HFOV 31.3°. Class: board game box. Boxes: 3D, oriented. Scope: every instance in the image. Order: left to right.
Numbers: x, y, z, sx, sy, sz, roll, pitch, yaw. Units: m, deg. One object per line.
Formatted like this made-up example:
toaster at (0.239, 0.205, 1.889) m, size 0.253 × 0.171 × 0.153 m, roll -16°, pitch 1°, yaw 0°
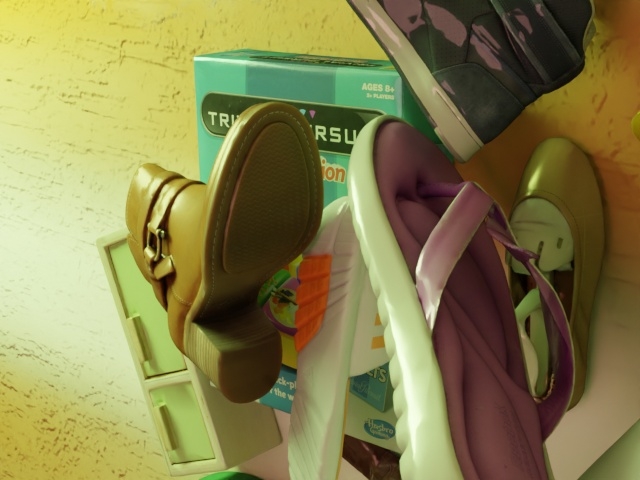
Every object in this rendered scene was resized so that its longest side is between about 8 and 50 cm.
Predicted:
board game box at (0.000, 0.000, 1.062) m, size 0.253 × 0.079 × 0.336 m, roll 12°, pitch 110°, yaw 40°

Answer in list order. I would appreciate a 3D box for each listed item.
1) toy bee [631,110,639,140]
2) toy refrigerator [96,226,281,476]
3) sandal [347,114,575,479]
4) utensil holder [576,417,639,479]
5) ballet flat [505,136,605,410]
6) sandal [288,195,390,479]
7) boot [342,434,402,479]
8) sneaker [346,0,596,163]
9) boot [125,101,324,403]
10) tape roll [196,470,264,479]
toy bee at (0.292, -0.042, 0.746) m, size 0.195 × 0.162 × 0.298 m, roll 29°, pitch 94°, yaw 35°
toy refrigerator at (-0.144, 0.108, 1.217) m, size 0.102 × 0.094 × 0.270 m, roll -17°, pitch 91°, yaw 44°
sandal at (0.116, 0.052, 0.771) m, size 0.102 × 0.169 × 0.416 m, roll -35°, pitch 39°, yaw 24°
utensil holder at (0.247, 0.316, 0.765) m, size 0.327 × 0.327 × 0.385 m, roll 48°, pitch 126°, yaw 22°
ballet flat at (0.180, 0.037, 0.909) m, size 0.080 × 0.073 × 0.232 m, roll 9°, pitch 108°, yaw 41°
sandal at (0.026, 0.095, 0.957) m, size 0.102 × 0.076 × 0.265 m, roll -158°, pitch 73°, yaw -65°
boot at (0.060, 0.197, 1.097) m, size 0.114 × 0.037 × 0.106 m, roll 46°, pitch 127°, yaw 29°
sneaker at (0.109, -0.195, 0.864) m, size 0.163 × 0.086 × 0.226 m, roll -37°, pitch 80°, yaw 14°
boot at (-0.096, -0.024, 1.008) m, size 0.220 × 0.109 × 0.284 m, roll 45°, pitch 141°, yaw 46°
tape roll at (-0.087, 0.422, 1.271) m, size 0.321 × 0.077 × 0.321 m, roll 14°, pitch 112°, yaw 39°
